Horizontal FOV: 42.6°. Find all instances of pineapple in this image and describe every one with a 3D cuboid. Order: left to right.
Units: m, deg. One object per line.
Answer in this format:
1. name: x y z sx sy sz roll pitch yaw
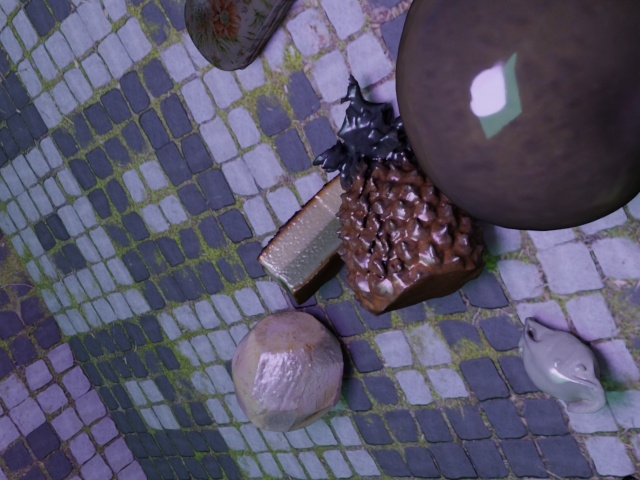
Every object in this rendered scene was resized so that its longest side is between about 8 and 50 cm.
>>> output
1. pineapple: 0.101 -0.076 1.271 0.223 0.223 0.357 -37 71 48

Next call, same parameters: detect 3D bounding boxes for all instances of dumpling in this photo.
1. dumpling: 0.370 0.209 1.272 0.169 0.100 0.134 26 143 30

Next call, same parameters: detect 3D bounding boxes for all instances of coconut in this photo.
1. coconut: -0.067 0.262 1.611 0.197 0.237 0.237 29 132 32

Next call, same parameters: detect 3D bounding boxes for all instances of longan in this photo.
1. longan: 0.259 -0.188 0.961 0.361 0.361 0.361 22 129 31

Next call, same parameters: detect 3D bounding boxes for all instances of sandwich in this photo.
1. sandwich: 0.000 0.000 1.469 0.108 0.220 0.186 42 173 9

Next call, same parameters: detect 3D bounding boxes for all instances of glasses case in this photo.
1. glasses case: -0.095 -0.435 1.275 0.156 0.098 0.425 53 138 9

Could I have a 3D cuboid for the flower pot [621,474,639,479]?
1. flower pot: 0.570 0.514 1.158 0.330 0.293 0.294 6 119 33
